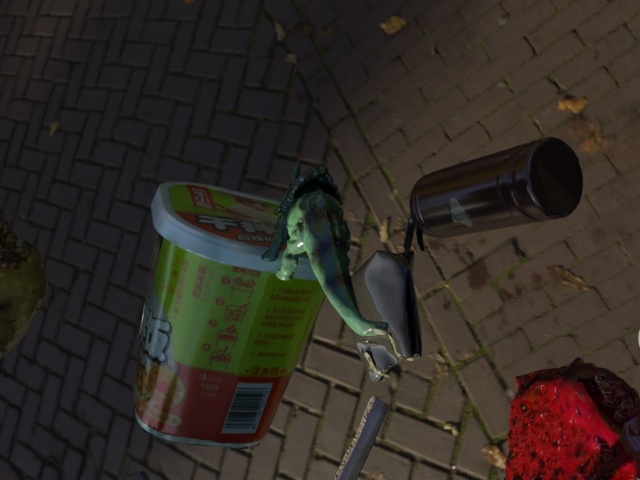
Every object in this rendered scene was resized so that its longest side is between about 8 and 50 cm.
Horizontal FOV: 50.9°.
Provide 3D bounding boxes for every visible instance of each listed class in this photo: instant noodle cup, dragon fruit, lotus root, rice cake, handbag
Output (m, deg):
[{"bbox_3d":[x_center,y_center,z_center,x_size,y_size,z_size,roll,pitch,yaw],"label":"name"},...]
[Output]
[{"bbox_3d":[-0.136,0.107,0.956,0.294,0.294,0.308,27,107,32],"label":"instant noodle cup"},{"bbox_3d":[0.377,0.325,0.904,0.240,0.330,0.302,-36,79,-17],"label":"dragon fruit"},{"bbox_3d":[-0.432,0.086,0.811,0.278,0.154,0.154,-48,61,31],"label":"lotus root"},{"bbox_3d":[0.082,0.418,1.369,0.047,0.036,0.206,26,80,-3],"label":"rice cake"},{"bbox_3d":[0.171,0.203,1.752,0.342,0.152,0.288,126,140,-60],"label":"handbag"}]

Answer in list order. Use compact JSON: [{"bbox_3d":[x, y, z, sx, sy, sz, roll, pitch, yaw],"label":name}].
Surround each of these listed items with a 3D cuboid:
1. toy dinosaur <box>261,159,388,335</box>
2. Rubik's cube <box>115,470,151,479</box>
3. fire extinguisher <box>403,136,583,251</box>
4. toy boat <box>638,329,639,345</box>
[{"bbox_3d":[-0.007,0.012,0.740,0.292,0.079,0.120,-102,32,-43],"label":"toy dinosaur"},{"bbox_3d":[-0.338,0.549,0.939,0.304,0.305,0.301,61,156,26],"label":"Rubik's cube"},{"bbox_3d":[0.237,-0.059,1.050,0.337,0.114,0.135,-11,72,61],"label":"fire extinguisher"},{"bbox_3d":[0.704,0.246,1.425,0.034,0.149,0.105,-17,56,24],"label":"toy boat"}]
